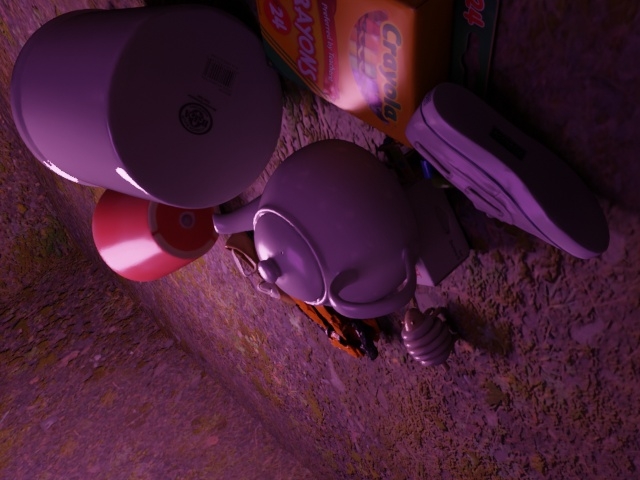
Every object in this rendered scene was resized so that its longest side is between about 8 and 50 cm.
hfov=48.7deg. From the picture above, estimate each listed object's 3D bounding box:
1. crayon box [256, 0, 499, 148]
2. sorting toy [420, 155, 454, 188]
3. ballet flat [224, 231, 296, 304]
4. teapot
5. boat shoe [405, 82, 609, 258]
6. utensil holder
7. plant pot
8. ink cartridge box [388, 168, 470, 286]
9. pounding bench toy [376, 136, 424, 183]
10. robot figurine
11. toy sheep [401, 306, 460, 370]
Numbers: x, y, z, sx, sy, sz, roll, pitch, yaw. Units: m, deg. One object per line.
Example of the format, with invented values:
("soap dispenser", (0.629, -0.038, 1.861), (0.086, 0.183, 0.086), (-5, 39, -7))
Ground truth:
("crayon box", (0.053, -0.247, 0.846), (0.318, 0.081, 0.202), (35, 152, 29))
("sorting toy", (0.153, -0.103, 0.868), (0.061, 0.102, 0.042), (-12, 118, 15))
("ballet flat", (-0.142, 0.078, 1.685), (0.232, 0.073, 0.080), (50, 157, -1))
("teapot", (0.000, 0.000, 0.956), (0.252, 0.187, 0.256), (54, 152, 2))
("boat shoe", (0.208, -0.068, 0.795), (0.258, 0.095, 0.084), (44, 144, 2))
("utensil holder", (-0.296, -0.227, 1.188), (0.385, 0.327, 0.328), (18, 141, 49))
("plant pot", (-0.384, -0.041, 1.729), (0.243, 0.275, 0.275), (-7, 121, 50))
("ink cartridge box", (0.103, -0.024, 1.076), (0.212, 0.093, 0.154), (5, 129, 56))
("pounding bench toy", (0.127, -0.119, 0.942), (0.065, 0.052, 0.083), (58, 155, -17))
("robot figurine", (0.021, 0.128, 1.429), (0.211, 0.085, 0.291), (21, 153, 51))
("toy sheep", (0.190, 0.172, 1.225), (0.132, 0.091, 0.091), (53, 156, -8))
